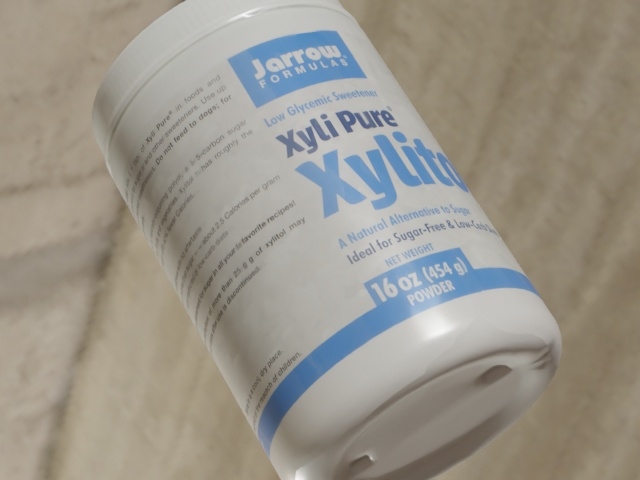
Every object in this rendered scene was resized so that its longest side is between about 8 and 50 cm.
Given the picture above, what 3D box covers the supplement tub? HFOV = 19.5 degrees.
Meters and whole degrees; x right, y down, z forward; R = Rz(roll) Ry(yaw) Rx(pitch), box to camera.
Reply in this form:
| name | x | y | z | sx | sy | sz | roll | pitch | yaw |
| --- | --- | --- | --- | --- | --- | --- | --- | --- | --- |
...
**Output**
| name | x | y | z | sx | sy | sz | roll | pitch | yaw |
| --- | --- | --- | --- | --- | --- | --- | --- | --- | --- |
| supplement tub | 0.000 | 0.000 | 0.424 | 0.071 | 0.107 | 0.071 | -25 | -26 | -13 |
